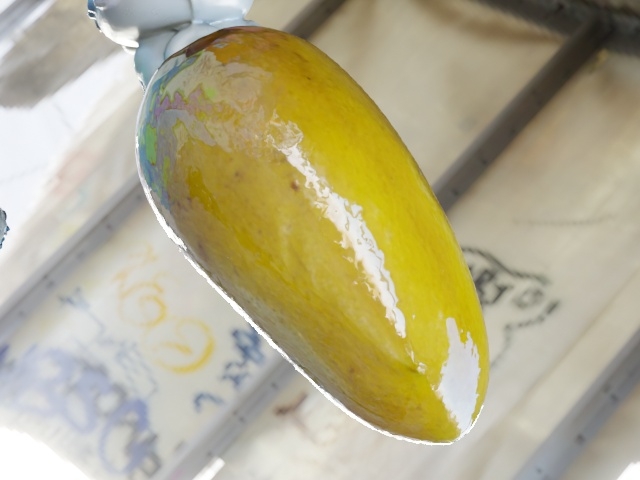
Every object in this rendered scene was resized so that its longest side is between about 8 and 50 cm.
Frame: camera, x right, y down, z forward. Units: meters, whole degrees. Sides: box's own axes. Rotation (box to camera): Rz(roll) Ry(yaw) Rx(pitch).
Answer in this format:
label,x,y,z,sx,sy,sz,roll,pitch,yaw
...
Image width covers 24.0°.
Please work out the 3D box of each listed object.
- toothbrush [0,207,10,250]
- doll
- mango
label,x,y,z,sx,sy,sz,roll,pitch,yaw
toothbrush,-0.165,0.097,0.555,0.028,0.294,0.026,-1,-37,16
doll,-0.096,-0.150,0.991,0.252,0.111,0.237,-168,-115,-85
mango,0.000,0.000,0.676,0.219,0.112,0.145,56,-1,18
